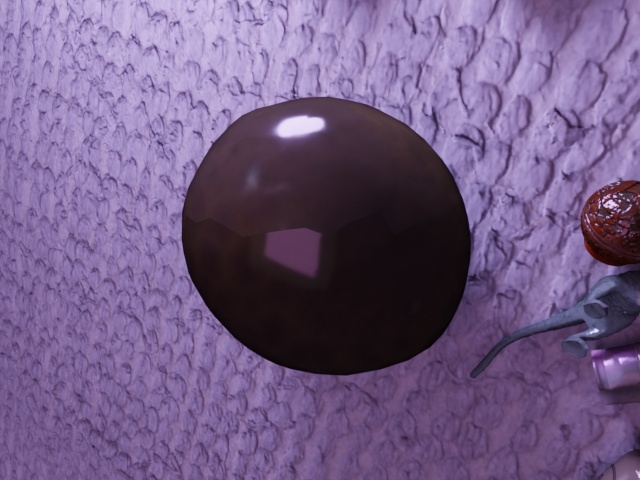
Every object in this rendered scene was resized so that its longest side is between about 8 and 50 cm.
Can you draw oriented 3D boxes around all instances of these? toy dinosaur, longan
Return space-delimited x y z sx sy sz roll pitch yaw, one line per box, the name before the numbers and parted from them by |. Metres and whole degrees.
toy dinosaur | 0.309 0.099 0.697 0.382 0.129 0.076 -30 78 35
longan | 0.000 0.000 0.758 0.404 0.336 0.405 25 150 16

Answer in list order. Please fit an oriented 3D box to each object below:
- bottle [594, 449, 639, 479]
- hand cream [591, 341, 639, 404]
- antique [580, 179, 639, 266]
bottle | 0.401 0.322 0.706 0.110 0.097 0.209 41 120 19
hand cream | 0.475 0.135 0.636 0.312 0.070 0.111 -17 88 29
antique | 0.351 -0.021 0.658 0.104 0.104 0.104 8 105 31
